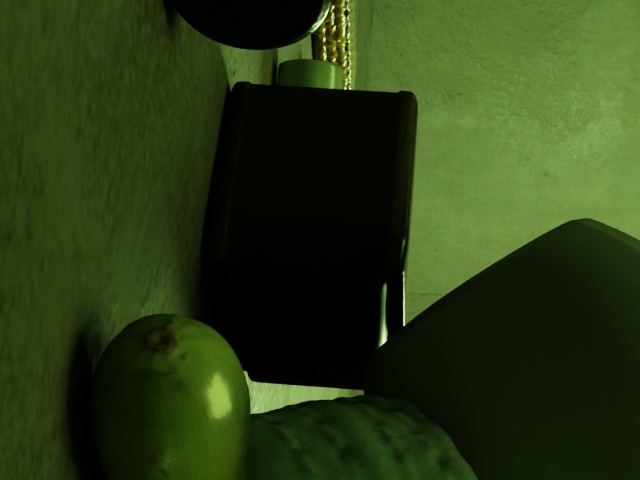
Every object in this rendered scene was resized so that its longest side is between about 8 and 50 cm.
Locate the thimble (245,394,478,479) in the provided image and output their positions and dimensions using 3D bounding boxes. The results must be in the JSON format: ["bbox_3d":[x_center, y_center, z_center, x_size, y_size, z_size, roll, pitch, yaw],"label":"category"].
[{"bbox_3d":[0.006,0.229,0.713,0.205,0.172,0.250,-32,-112,60],"label":"thimble"}]

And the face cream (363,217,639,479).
[{"bbox_3d":[0.205,0.186,0.798,0.357,0.312,0.219,58,26,13],"label":"face cream"}]

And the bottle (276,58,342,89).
[{"bbox_3d":[-0.017,-0.082,1.147,0.072,0.072,0.201,44,50,-84],"label":"bottle"}]

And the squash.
[{"bbox_3d":[-0.079,0.141,0.589,0.083,0.083,0.250,-79,175,-54],"label":"squash"}]

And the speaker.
[{"bbox_3d":[0.000,0.000,0.929,0.231,0.153,0.192,85,11,-61],"label":"speaker"}]

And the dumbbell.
[{"bbox_3d":[-0.033,-0.216,0.687,0.100,0.100,0.191,88,7,-52],"label":"dumbbell"}]

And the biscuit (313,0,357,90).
[{"bbox_3d":[0.018,-0.312,1.479,0.379,0.054,0.094,86,9,-58],"label":"biscuit"}]
